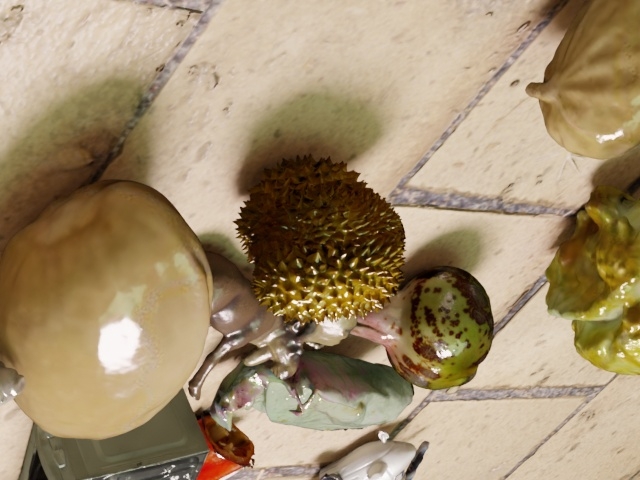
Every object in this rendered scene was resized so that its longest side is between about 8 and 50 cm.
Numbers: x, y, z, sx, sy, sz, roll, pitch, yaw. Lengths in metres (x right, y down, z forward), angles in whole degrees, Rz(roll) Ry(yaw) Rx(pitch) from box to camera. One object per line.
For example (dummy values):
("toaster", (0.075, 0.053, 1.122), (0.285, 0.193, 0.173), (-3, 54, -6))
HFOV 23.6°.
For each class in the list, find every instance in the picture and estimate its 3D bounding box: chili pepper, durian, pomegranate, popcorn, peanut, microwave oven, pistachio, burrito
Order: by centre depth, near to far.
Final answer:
("pistachio", (-0.183, 0.059, 1.274), (0.181, 0.162, 0.293), (19, 134, -4))
("peanut", (0.320, -0.182, 1.338), (0.291, 0.143, 0.159), (-25, 141, -15))
("durian", (0.000, 0.000, 1.343), (0.168, 0.158, 0.137), (-4, 157, -38))
("microwave oven", (-0.214, 0.240, 1.568), (0.162, 0.122, 0.208), (-9, 145, -27))
("pomegranate", (0.107, 0.096, 1.603), (0.163, 0.125, 0.138), (-12, 159, -23))
("burrito", (-0.013, 0.158, 1.627), (0.144, 0.089, 0.229), (-17, 161, 27))
("popcorn", (0.349, 0.045, 1.637), (0.184, 0.204, 0.221), (10, 139, -23))
("chili pepper", (-0.159, 0.262, 1.713), (0.169, 0.065, 0.088), (-36, 133, 24))

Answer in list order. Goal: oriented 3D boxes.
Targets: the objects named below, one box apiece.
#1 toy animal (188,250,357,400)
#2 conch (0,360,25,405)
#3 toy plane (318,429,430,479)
("toy animal", (-0.064, 0.076, 1.470), (0.186, 0.094, 0.214), (-37, 141, 1))
("conch", (-0.377, 0.130, 1.246), (0.275, 0.149, 0.183), (-26, 154, 3))
("toy plane", (0.006, 0.328, 1.934), (0.273, 0.107, 0.182), (-24, -162, 31))
